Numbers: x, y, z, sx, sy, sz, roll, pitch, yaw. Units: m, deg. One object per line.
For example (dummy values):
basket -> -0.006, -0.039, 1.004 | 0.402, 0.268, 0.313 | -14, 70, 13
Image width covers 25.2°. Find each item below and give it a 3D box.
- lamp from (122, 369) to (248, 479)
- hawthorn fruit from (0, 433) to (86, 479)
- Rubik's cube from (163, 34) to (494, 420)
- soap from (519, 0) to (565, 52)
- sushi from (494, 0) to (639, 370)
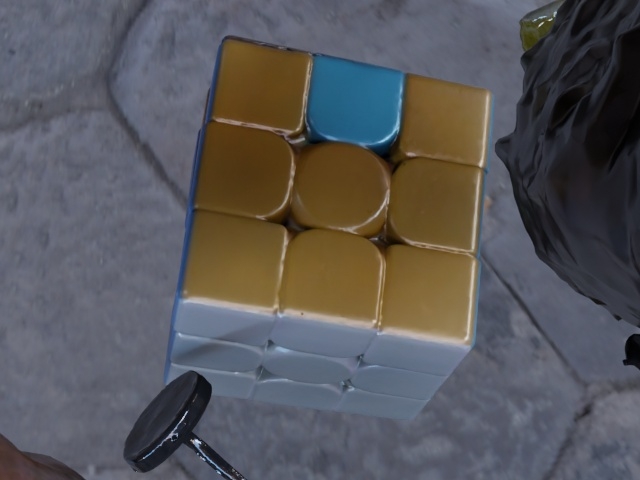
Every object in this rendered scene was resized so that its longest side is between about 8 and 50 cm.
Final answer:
lamp -> -0.024, 0.270, 1.335 | 0.371, 0.108, 0.130 | 43, 94, 6
hawthorn fruit -> -0.223, 0.178, 0.664 | 0.263, 0.235, 0.231 | -27, 122, -22
Rubik's cube -> 0.000, 0.000, 1.500 | 0.291, 0.290, 0.292 | 10, 66, -5
soap -> 0.280, -0.101, 1.006 | 0.199, 0.315, 0.091 | -12, 77, 25
sushi -> 0.238, -0.044, 0.470 | 0.299, 0.294, 0.281 | -43, 96, -2
